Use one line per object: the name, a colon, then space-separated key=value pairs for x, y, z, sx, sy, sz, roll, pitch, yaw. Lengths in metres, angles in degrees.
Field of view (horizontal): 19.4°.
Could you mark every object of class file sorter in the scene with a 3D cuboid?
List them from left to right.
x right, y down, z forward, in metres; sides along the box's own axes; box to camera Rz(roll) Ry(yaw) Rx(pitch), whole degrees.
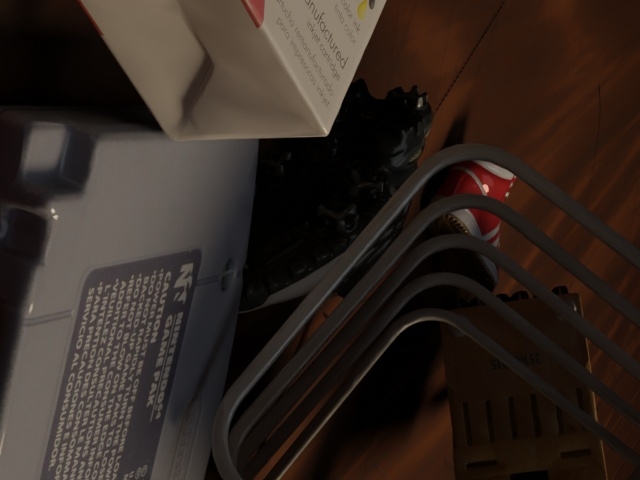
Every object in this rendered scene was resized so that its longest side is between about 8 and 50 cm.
file sorter: x=0.066 y=0.104 z=0.849 sx=0.193 sy=0.173 sz=0.278 roll=-49 pitch=170 yaw=-13

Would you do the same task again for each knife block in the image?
knife block: x=0.135 y=0.147 z=1.185 sx=0.242 sy=0.088 sz=0.276 roll=70 pitch=14 yaw=-60

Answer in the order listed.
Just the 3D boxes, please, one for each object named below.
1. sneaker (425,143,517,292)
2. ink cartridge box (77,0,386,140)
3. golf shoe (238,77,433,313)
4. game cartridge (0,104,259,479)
sneaker: x=0.100 y=-0.016 z=1.175 sx=0.067 sy=0.042 sz=0.118 roll=-63 pitch=157 yaw=-19
ink cartridge box: x=-0.014 y=-0.144 z=0.633 sx=0.115 sy=0.067 sz=0.198 roll=58 pitch=43 yaw=-42
golf shoe: x=0.000 y=0.000 z=0.850 sx=0.198 sy=0.077 sz=0.094 roll=-44 pitch=146 yaw=-54
game cartridge: x=-0.100 y=0.094 z=0.683 sx=0.196 sy=0.060 sz=0.294 roll=-6 pitch=112 yaw=-66
